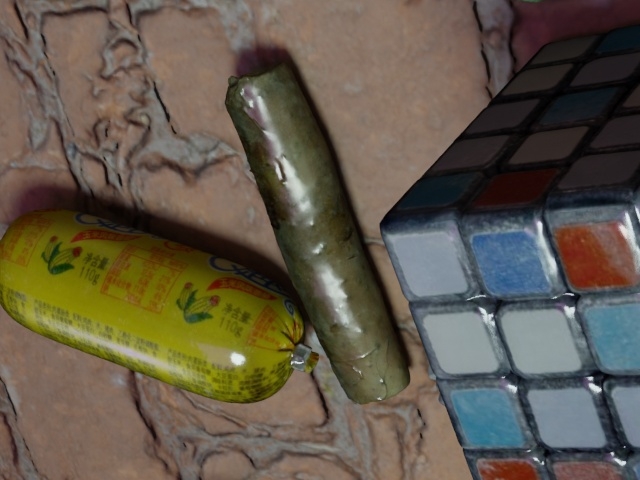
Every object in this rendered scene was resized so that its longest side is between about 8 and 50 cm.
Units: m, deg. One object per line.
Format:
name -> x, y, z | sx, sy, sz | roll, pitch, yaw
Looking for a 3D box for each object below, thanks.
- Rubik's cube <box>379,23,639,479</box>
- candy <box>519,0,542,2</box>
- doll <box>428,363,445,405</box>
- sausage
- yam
Rubik's cube -> 0.255, 0.031, 0.938 | 0.292, 0.293, 0.287 | -7, 115, 33
candy -> 0.089, -0.208, 1.055 | 0.202, 0.061, 0.061 | 12, 125, 35
doll -> 0.137, 0.086, 1.197 | 0.094, 0.079, 0.180 | 3, 110, 3
sausage -> -0.158, 0.057, 1.322 | 0.347, 0.123, 0.123 | 17, 127, 22
yam -> 0.000, 0.000, 1.226 | 0.071, 0.067, 0.317 | -19, 110, 9
